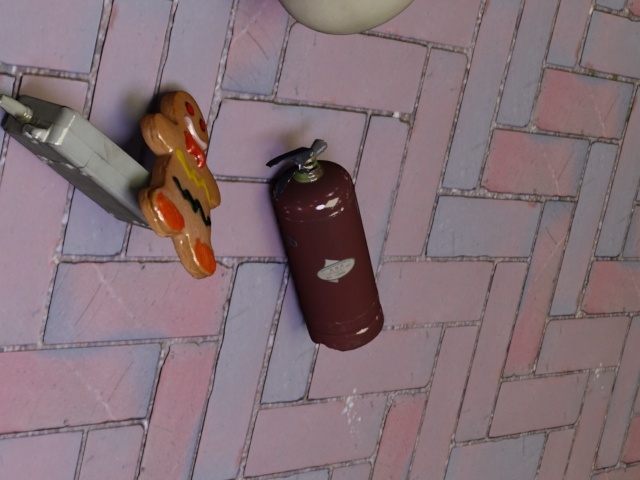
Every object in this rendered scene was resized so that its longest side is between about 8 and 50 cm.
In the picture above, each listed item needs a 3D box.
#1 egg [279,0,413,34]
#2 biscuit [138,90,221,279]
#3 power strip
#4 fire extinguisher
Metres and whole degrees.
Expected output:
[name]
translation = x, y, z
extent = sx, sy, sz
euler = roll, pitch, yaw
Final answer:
[egg]
translation = 0.044, -0.383, 2.042
extent = 0.219, 0.219, 0.269
euler = 43, 69, -51
[biscuit]
translation = -0.161, -0.085, 1.950
extent = 0.165, 0.036, 0.250
euler = 54, 26, -41
[power strip]
translation = -0.275, -0.097, 1.866
extent = 0.053, 0.093, 0.288
euler = -63, 144, -13
[fire extinguisher]
translation = 0.000, 0.000, 2.244
extent = 0.135, 0.114, 0.337
euler = -47, 138, -37
